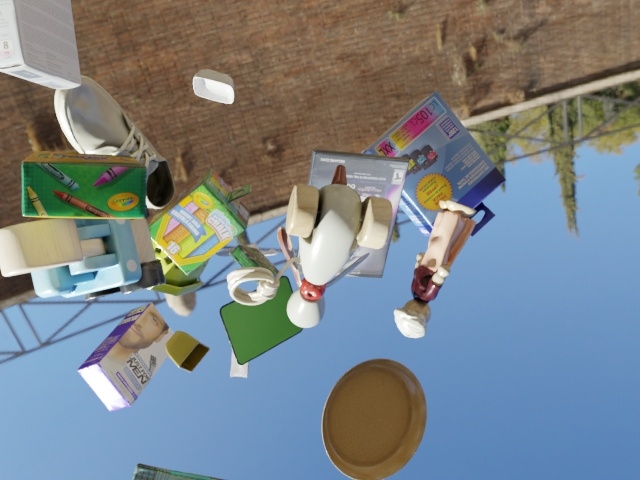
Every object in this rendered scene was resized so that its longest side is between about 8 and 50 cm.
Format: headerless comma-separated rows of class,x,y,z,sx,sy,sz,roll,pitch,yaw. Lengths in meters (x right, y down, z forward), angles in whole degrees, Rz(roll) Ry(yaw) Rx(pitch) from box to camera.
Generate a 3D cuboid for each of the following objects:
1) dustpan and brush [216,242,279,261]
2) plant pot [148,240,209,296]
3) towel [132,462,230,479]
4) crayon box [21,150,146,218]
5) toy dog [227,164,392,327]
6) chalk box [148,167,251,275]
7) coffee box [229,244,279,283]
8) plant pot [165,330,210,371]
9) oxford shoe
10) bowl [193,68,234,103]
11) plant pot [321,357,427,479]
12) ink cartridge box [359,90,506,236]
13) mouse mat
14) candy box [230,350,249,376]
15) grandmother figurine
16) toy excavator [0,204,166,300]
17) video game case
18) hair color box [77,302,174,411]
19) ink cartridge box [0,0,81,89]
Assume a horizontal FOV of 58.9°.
dustpan and brush,-0.231,0.040,1.913,0.211,0.060,0.147,-17,-174,-35
plant pot,-0.526,0.072,2.000,0.227,0.207,0.228,12,-175,10
towel,-0.358,0.782,1.558,0.370,0.271,0.040,15,173,-8
crayon box,-0.384,-0.096,0.925,0.165,0.081,0.278,0,-169,-24
toy dog,0.000,0.000,0.986,0.334,0.220,0.161,-44,-152,40
chalk box,-0.321,-0.076,1.617,0.289,0.179,0.180,-38,-162,9
coffee box,-0.169,0.066,1.518,0.040,0.113,0.184,-46,169,3
plant pot,-0.357,0.283,1.486,0.083,0.081,0.081,34,-102,22
oxford shoe,-0.488,-0.230,1.410,0.130,0.449,0.169,12,-119,22
bowl,-0.362,-0.536,1.955,0.142,0.053,0.142,14,164,-6
plant pot,0.104,0.347,1.112,0.236,0.236,0.032,-25,-171,-23
ink cartridge box,0.346,-0.193,1.674,0.270,0.395,0.151,-41,-172,-4
mouse mat,-0.132,0.183,1.307,0.190,0.152,0.007,-25,-162,-29
candy box,-0.309,0.423,2.228,0.070,0.164,0.196,5,-172,-6
grandmother figurine,0.273,0.075,1.374,0.104,0.342,0.208,22,-177,4
toy excavator,-0.525,0.031,1.191,0.433,0.222,0.445,-13,-179,33
video game case,0.060,-0.047,1.171,0.196,0.274,0.026,3,-154,-13
hair color box,-0.636,0.385,1.914,0.110,0.185,0.339,-21,-159,23
ink cartridge box,-0.450,-0.368,0.886,0.066,0.232,0.189,-9,-174,3
